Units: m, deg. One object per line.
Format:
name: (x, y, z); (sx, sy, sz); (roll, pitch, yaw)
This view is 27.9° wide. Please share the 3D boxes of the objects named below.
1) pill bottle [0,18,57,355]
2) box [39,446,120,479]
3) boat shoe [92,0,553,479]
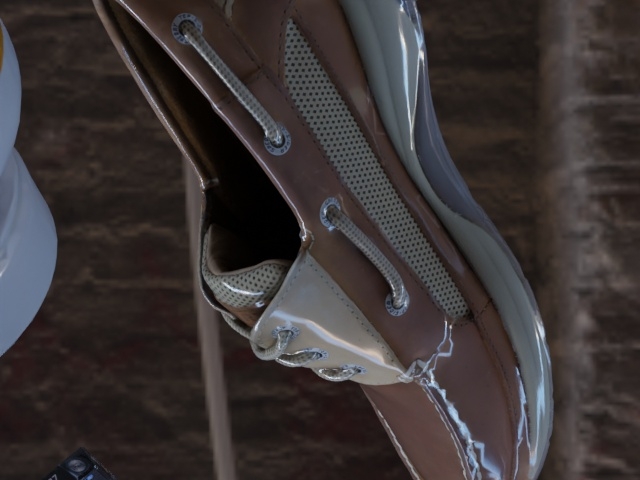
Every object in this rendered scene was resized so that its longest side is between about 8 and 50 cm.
pill bottle: (-0.162, -0.059, 0.334); (0.136, 0.136, 0.246); (-1, 142, 16)
box: (-0.157, 0.166, 0.766); (0.083, 0.018, 0.067); (-39, 148, -9)
boat shoe: (0.000, 0.000, 0.554); (0.116, 0.324, 0.123); (-35, -156, -22)
